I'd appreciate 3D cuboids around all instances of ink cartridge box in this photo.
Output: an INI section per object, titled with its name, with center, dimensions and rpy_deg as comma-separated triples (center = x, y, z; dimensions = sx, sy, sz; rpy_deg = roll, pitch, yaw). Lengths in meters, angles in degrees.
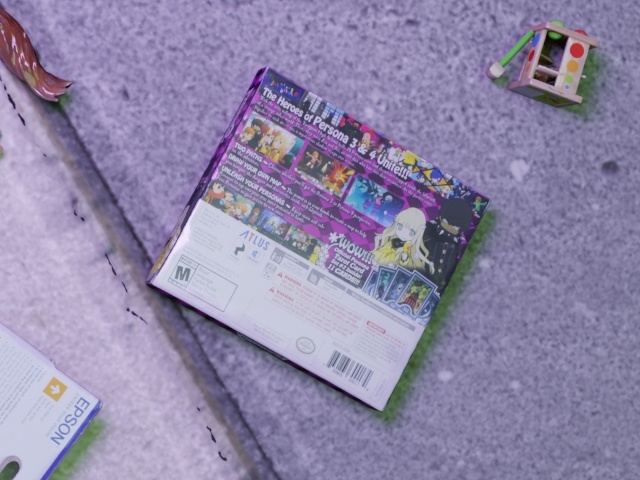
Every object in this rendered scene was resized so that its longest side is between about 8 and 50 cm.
[ink cartridge box]
center = -0.326, 0.149, 1.512
dimensions = 0.224, 0.045, 0.223
rpy_deg = 39, 80, -14

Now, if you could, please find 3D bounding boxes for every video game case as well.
[video game case]
center = 0.000, 0.000, 1.613
dimensions = 0.232, 0.042, 0.210
rpy_deg = 29, 82, -14

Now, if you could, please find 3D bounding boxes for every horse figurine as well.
[horse figurine]
center = -0.322, -0.141, 1.479
dimensions = 0.263, 0.066, 0.174
rpy_deg = -13, 93, -43

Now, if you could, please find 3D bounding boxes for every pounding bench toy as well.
[pounding bench toy]
center = 0.191, -0.162, 1.666
dimensions = 0.083, 0.052, 0.065
rpy_deg = 18, 84, -15
